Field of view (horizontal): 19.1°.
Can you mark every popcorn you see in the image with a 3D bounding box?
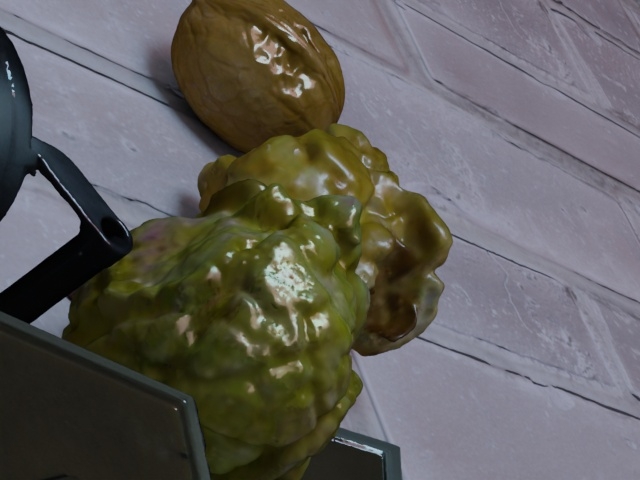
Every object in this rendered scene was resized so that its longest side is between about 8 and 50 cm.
[{"bbox_3d":[-0.066,0.078,1.453,0.259,0.259,0.212,-73,151,-62],"label":"popcorn"},{"bbox_3d":[0.004,0.000,1.823,0.253,0.191,0.190,55,-9,10],"label":"popcorn"}]

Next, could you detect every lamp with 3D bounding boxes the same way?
[{"bbox_3d":[-0.344,-0.075,1.320,0.374,0.205,0.272,56,28,0],"label":"lamp"}]

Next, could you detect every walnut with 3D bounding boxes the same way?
[{"bbox_3d":[-0.066,-0.175,1.991,0.207,0.159,0.159,47,24,-16],"label":"walnut"}]

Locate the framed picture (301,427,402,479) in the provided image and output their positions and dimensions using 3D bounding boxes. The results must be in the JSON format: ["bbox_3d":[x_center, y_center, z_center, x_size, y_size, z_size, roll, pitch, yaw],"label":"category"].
[{"bbox_3d":[-0.067,0.199,1.495,0.293,0.018,0.231,20,33,-14],"label":"framed picture"}]

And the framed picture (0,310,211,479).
[{"bbox_3d":[-0.136,0.169,1.081,0.232,0.024,0.315,28,29,-35],"label":"framed picture"}]

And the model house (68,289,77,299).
[{"bbox_3d":[-0.180,0.036,1.606,0.083,0.057,0.058,46,63,-10],"label":"model house"}]
